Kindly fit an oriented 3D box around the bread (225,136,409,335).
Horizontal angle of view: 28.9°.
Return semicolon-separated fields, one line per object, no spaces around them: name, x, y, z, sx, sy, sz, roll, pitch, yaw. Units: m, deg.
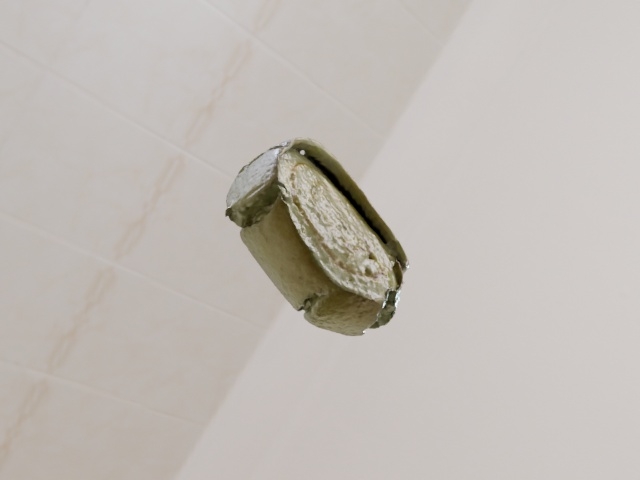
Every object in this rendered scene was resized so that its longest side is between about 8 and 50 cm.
bread;0.000;0.000;0.913;0.064;0.117;0.156;-37;-96;33
